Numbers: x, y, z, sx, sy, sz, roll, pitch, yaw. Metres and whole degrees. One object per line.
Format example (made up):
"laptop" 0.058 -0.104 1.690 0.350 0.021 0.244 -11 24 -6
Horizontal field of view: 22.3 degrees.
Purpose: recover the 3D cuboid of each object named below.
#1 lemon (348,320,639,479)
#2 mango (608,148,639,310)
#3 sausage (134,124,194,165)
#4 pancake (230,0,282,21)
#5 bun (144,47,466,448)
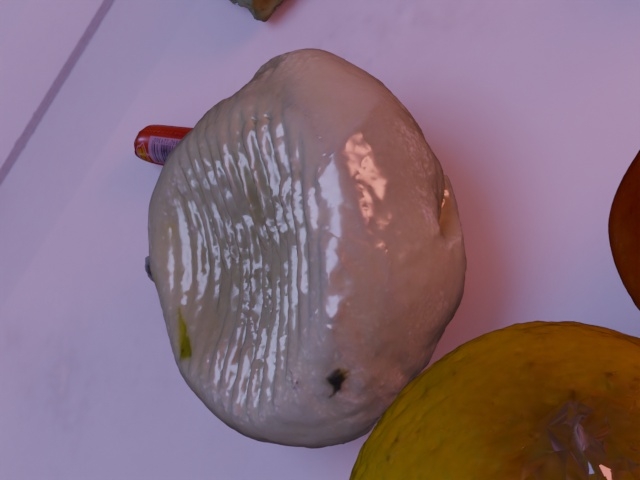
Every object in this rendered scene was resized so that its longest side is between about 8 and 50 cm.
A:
"lemon" 0.126 0.172 0.824 0.253 0.253 0.310 -41 45 27
"mango" 0.276 -0.052 0.836 0.289 0.129 0.146 -39 53 17
"sausage" -0.099 -0.070 1.238 0.129 0.034 0.034 7 84 43
"pancake" -0.051 -0.393 1.260 0.305 0.067 0.426 21 95 45
"bun" 0.000 0.000 1.049 0.259 0.160 0.259 1 92 53
